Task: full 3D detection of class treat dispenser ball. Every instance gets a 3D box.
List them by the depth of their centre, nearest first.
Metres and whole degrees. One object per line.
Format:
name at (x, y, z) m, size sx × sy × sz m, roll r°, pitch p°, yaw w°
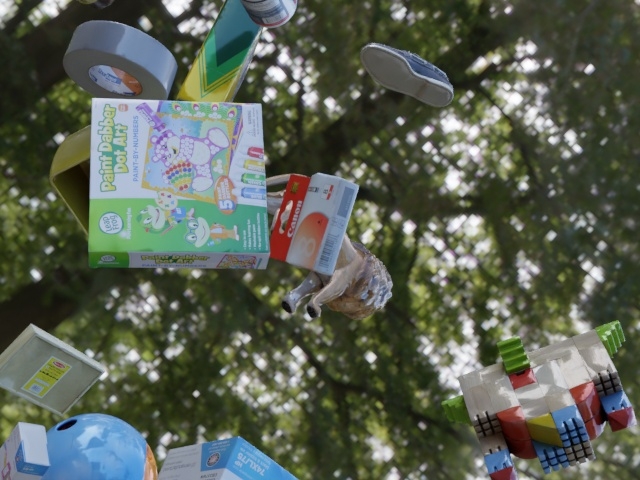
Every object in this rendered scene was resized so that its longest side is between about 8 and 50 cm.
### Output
treat dispenser ball at (-0.501, 0.523, 2.396) m, size 0.288 × 0.288 × 0.288 m, roll 37°, pitch -25°, yaw 20°

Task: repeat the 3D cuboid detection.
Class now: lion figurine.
lion figurine at (0.000, 0.000, 2.134) m, size 0.142 × 0.240 × 0.392 m, roll 0°, pitch -62°, yaw 49°

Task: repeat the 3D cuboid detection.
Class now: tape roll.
tape roll at (-0.403, -0.351, 2.212) m, size 0.219 × 0.072 × 0.219 m, roll 14°, pitch -20°, yaw 5°

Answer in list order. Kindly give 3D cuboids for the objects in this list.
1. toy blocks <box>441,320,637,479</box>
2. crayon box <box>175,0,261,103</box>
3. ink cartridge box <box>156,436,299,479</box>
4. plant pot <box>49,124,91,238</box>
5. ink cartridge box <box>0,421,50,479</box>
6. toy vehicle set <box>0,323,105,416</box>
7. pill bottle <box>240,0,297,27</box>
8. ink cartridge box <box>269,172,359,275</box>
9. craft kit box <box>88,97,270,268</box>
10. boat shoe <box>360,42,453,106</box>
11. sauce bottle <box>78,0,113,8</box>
toy blocks at (0.431, 0.322, 2.071) m, size 0.261 × 0.381 × 0.190 m, roll -100°, pitch 168°, yaw -61°
crayon box at (-0.244, -0.361, 2.532) m, size 0.106 × 0.313 × 0.363 m, roll 24°, pitch -20°, yaw -5°
ink cartridge box at (-0.169, 0.487, 1.750) m, size 0.198 × 0.270 × 0.197 m, roll -20°, pitch -53°, yaw 44°
plant pot at (-0.406, -0.138, 2.186) m, size 0.212 × 0.212 × 0.187 m, roll 63°, pitch -2°, yaw -36°
ink cartridge box at (-0.520, 0.388, 1.894) m, size 0.052 × 0.122 × 0.088 m, roll 17°, pitch 33°, yaw -35°
toy vehicle set at (-0.678, 0.326, 2.717) m, size 0.035 × 0.166 × 0.267 m, roll 46°, pitch 2°, yaw 41°
pill bottle at (-0.120, -0.516, 2.210) m, size 0.108 × 0.108 × 0.180 m, roll 36°, pitch -7°, yaw 22°
ink cartridge box at (-0.027, -0.033, 1.683) m, size 0.045 × 0.145 × 0.179 m, roll 19°, pitch -3°, yaw -40°
craft kit box at (-0.200, -0.081, 1.542) m, size 0.061 × 0.247 × 0.250 m, roll 105°, pitch -19°, yaw -62°
boat shoe at (0.164, -0.327, 2.104) m, size 0.206 × 0.065 × 0.075 m, roll 25°, pitch -47°, yaw -20°
sauce bottle at (-0.499, -0.521, 1.939) m, size 0.111 × 0.111 × 0.344 m, roll 28°, pitch 5°, yaw 37°
